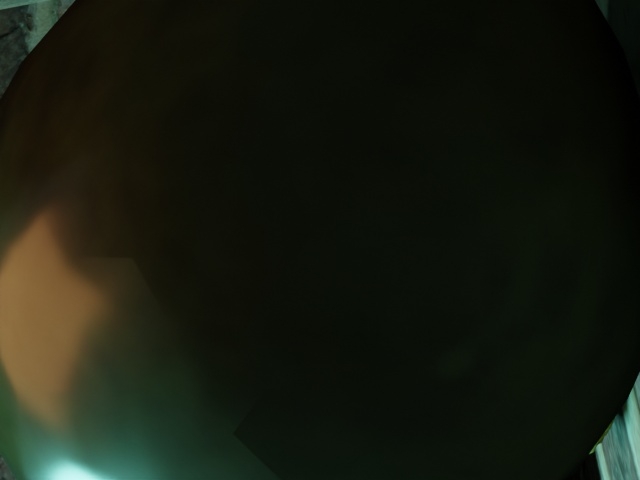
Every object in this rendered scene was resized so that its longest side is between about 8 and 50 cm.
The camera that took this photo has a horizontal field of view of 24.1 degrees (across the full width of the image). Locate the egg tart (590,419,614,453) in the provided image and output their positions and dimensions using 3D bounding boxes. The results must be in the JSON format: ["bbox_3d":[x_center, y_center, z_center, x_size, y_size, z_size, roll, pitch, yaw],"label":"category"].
[{"bbox_3d":[0.120,-0.003,1.057,0.341,0.132,0.341,-9,-90,-88],"label":"egg tart"}]

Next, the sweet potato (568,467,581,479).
[{"bbox_3d":[0.210,0.178,1.367,0.065,0.051,0.218,-92,-7,-45],"label":"sweet potato"}]

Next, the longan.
[{"bbox_3d":[0.000,0.000,0.760,0.404,0.336,0.404,-58,-2,-3],"label":"longan"}]
